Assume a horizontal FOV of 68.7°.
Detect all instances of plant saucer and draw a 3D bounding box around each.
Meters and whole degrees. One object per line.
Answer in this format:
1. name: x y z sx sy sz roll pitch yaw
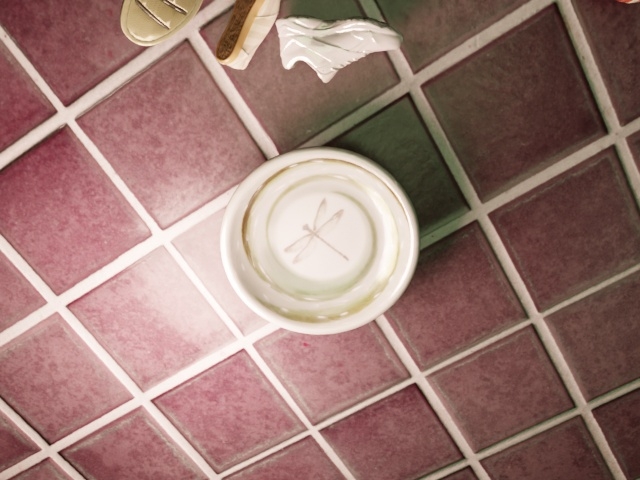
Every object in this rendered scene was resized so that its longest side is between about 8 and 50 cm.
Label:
1. plant saucer: 0.000 0.000 0.975 0.402 0.100 0.399 0 110 0

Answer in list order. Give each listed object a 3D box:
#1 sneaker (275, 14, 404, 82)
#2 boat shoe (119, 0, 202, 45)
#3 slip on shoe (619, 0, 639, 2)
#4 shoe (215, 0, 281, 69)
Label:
1. sneaker: 0.034 -0.352 0.867 0.233 0.090 0.115 5 116 7
2. boat shoe: -0.249 -0.478 0.803 0.113 0.103 0.302 25 106 -44
3. slip on shoe: 0.530 -0.575 0.770 0.102 0.123 0.330 3 114 3
4. shoe: -0.118 -0.416 0.854 0.058 0.076 0.218 14 114 -50
